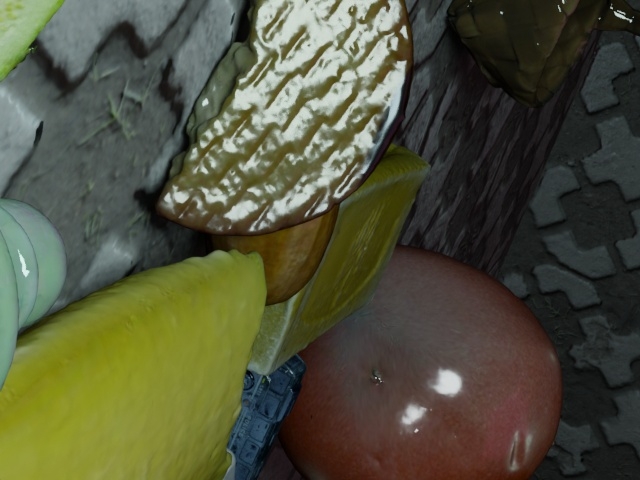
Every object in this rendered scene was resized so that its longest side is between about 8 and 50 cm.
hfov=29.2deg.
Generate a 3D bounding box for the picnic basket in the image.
[{"bbox_3d":[0.352,-0.293,1.453,0.337,0.337,0.293,-64,166,5],"label":"picnic basket"}]

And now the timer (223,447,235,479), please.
[{"bbox_3d":[-0.157,0.307,1.220,0.178,0.078,0.253,-57,166,-31],"label":"timer"}]

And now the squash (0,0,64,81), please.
[{"bbox_3d":[-0.122,-0.153,0.499,0.090,0.075,0.200,18,98,-50],"label":"squash"}]

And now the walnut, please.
[{"bbox_3d":[-0.035,-0.043,0.967,0.116,0.115,0.207,-39,144,-59],"label":"walnut"}]

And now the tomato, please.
[{"bbox_3d":[0.112,0.171,1.438,0.341,0.341,0.273,-59,153,-14],"label":"tomato"}]

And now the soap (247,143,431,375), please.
[{"bbox_3d":[0.000,0.000,1.196,0.199,0.091,0.315,-66,165,16],"label":"soap"}]

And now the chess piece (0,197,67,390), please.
[{"bbox_3d":[-0.177,0.018,0.571,0.139,0.139,0.272,-64,178,6],"label":"chess piece"}]

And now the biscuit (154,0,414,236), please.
[{"bbox_3d":[-0.030,-0.099,0.878,0.228,0.176,0.031,-28,-165,-6],"label":"biscuit"}]

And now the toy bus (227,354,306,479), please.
[{"bbox_3d":[-0.070,0.190,1.335,0.166,0.065,0.047,-66,165,19],"label":"toy bus"}]

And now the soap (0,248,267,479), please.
[{"bbox_3d":[-0.183,0.171,0.799,0.427,0.115,0.306,-36,154,-60],"label":"soap"}]
